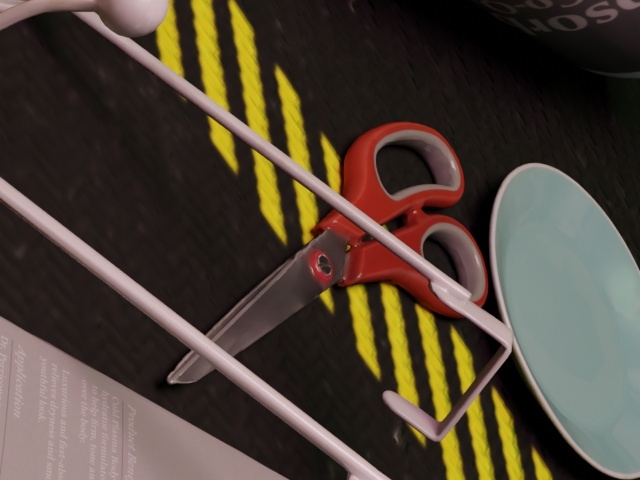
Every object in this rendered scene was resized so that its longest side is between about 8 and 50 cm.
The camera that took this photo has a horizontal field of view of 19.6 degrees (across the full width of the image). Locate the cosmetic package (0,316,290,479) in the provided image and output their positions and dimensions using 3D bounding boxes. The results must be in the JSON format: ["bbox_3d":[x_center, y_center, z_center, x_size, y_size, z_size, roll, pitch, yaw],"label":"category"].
[{"bbox_3d":[-0.070,0.132,0.620,0.238,0.107,0.127,39,41,-40],"label":"cosmetic package"}]

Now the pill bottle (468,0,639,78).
[{"bbox_3d":[0.160,-0.215,1.069,0.363,0.210,0.210,21,53,-48],"label":"pill bottle"}]

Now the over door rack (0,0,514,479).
[{"bbox_3d":[-0.038,-0.037,0.657,0.324,0.108,0.239,48,17,-4],"label":"over door rack"}]

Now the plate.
[{"bbox_3d":[0.142,0.047,1.053,0.188,0.024,0.188,33,46,-42],"label":"plate"}]

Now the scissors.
[{"bbox_3d":[0.000,0.000,0.883,0.297,0.021,0.109,-10,82,-56],"label":"scissors"}]
